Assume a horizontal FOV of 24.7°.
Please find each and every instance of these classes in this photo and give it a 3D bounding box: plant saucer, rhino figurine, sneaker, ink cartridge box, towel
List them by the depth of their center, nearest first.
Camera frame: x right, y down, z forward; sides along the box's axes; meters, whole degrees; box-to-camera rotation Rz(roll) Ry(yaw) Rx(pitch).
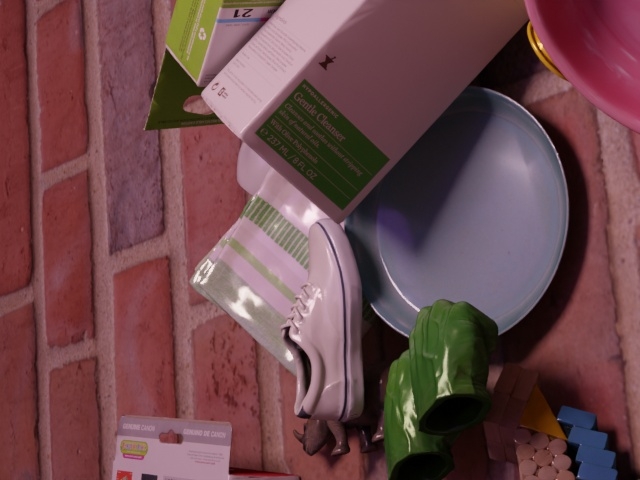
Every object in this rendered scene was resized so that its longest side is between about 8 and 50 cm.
[{"bbox_3d":[0.361,-0.237,1.461,0.332,0.332,0.084,-2,39,51],"label":"plant saucer"},{"bbox_3d":[0.168,-0.029,1.777,0.318,0.044,0.317,-3,86,37],"label":"plant saucer"},{"bbox_3d":[-0.001,0.099,1.832,0.094,0.091,0.258,153,113,-67],"label":"sneaker"},{"bbox_3d":[-0.098,-0.226,1.852,0.097,0.189,0.255,50,134,36],"label":"ink cartridge box"},{"bbox_3d":[0.000,0.000,1.921,0.248,0.038,0.325,40,102,19],"label":"towel"},{"bbox_3d":[0.040,0.227,1.923,0.243,0.073,0.106,-26,66,48],"label":"rhino figurine"},{"bbox_3d":[-0.174,0.394,2.119,0.309,0.130,0.271,-4,81,51],"label":"ink cartridge box"}]

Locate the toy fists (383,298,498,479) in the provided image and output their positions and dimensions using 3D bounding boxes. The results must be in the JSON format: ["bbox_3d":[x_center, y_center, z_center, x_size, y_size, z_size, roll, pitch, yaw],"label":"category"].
[{"bbox_3d":[0.137,0.172,1.698,0.279,0.096,0.142,108,161,-56],"label":"toy fists"}]

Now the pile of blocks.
[{"bbox_3d":[0.287,0.299,1.605,0.112,0.149,0.362,74,179,-50],"label":"pile of blocks"}]

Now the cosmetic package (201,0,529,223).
[{"bbox_3d":[0.060,-0.230,1.744,0.365,0.197,0.155,-48,34,5],"label":"cosmetic package"}]

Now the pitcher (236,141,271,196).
[{"bbox_3d":[-0.012,-0.134,2.007,0.178,0.125,0.207,43,106,37],"label":"pitcher"}]

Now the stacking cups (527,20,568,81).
[{"bbox_3d":[0.359,-0.301,1.580,0.316,0.096,0.096,-44,53,39],"label":"stacking cups"}]
